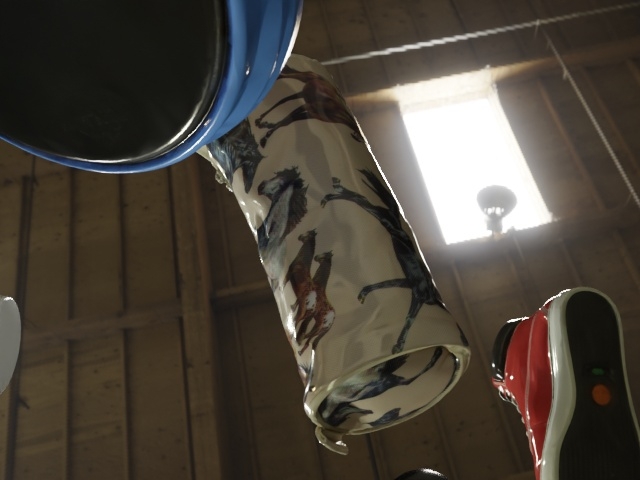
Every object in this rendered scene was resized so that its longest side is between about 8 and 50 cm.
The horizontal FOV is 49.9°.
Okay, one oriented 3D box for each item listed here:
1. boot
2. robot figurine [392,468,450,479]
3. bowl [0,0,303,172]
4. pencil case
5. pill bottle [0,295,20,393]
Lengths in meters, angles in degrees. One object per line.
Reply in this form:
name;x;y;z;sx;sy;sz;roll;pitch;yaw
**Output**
boot;0.226;0.185;0.683;0.089;0.176;0.244;11;-113;-10
robot figurine;0.079;0.232;0.254;0.174;0.209;0.278;-24;-89;15
bowl;-0.205;-0.207;0.466;0.392;0.391;0.077;15;-131;16
pencil case;0.000;0.000;0.726;0.183;0.160;0.410;-40;-125;27
pill bottle;-0.549;0.126;0.880;0.279;0.162;0.162;4;-123;-4
